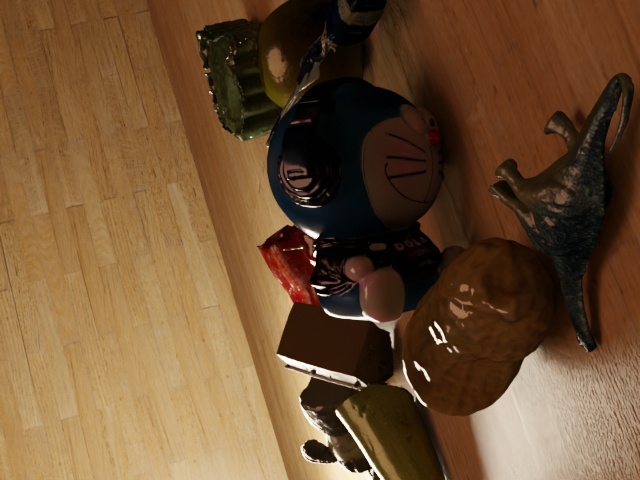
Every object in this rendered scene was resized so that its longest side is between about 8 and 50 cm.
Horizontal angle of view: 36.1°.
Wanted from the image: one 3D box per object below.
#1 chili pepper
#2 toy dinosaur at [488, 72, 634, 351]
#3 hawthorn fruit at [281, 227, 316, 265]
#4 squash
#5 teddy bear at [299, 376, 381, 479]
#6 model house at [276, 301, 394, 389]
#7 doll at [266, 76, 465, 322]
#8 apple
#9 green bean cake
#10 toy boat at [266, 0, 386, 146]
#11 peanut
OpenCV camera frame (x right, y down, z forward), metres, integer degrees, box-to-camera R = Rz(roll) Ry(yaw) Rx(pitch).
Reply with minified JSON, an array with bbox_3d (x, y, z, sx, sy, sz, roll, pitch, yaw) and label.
[{"bbox_3d":[-0.034,0.087,2.131,0.144,0.136,0.253,-22,93,32],"label":"chili pepper"},{"bbox_3d":[0.236,-0.040,0.941,0.147,0.076,0.363,51,159,37],"label":"toy dinosaur"},{"bbox_3d":[0.014,-0.003,1.784,0.125,0.140,0.125,51,-165,-19],"label":"hawthorn fruit"},{"bbox_3d":[0.157,0.373,1.657,0.288,0.137,0.137,55,159,21],"label":"squash"},{"bbox_3d":[0.036,0.371,1.993,0.144,0.171,0.251,-78,-21,-59],"label":"teddy bear"},{"bbox_3d":[0.058,0.200,1.817,0.248,0.180,0.176,50,-123,-56],"label":"model house"},{"bbox_3d":[0.055,-0.061,1.297,0.240,0.284,0.310,-5,96,33],"label":"doll"},{"bbox_3d":[-0.018,-0.286,1.541,0.196,0.156,0.197,172,90,-83],"label":"apple"},{"bbox_3d":[-0.170,-0.354,2.140,0.255,0.132,0.241,-142,40,-66],"label":"green bean cake"},{"bbox_3d":[0.007,-0.248,1.343,0.070,0.292,0.210,33,-176,-1],"label":"toy boat"},{"bbox_3d":[0.180,0.094,1.155,0.291,0.142,0.159,104,160,-57],"label":"peanut"}]
